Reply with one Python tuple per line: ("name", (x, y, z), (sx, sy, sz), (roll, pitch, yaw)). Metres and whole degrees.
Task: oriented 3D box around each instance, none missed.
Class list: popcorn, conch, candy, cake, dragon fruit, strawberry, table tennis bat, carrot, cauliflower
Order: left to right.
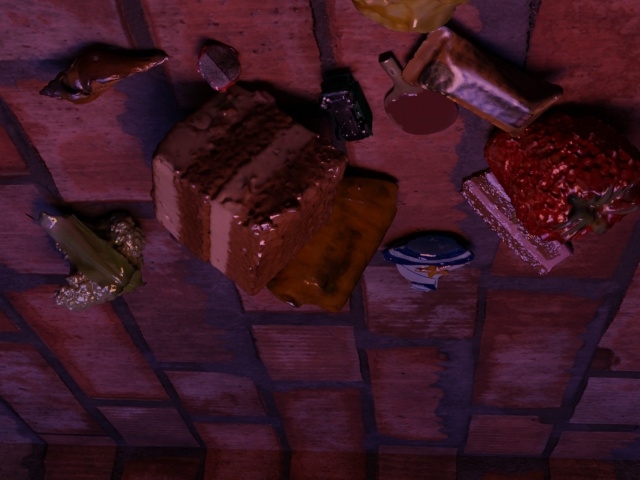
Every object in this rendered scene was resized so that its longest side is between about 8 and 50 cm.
("cauliflower", (-0.544, 0.021, 1.977), (0.256, 0.239, 0.315), (-37, 109, 28))
("conch", (-0.399, -0.308, 1.535), (0.233, 0.086, 0.080), (-25, 97, 17))
("dragon fruit", (-0.180, -0.313, 1.519), (0.083, 0.060, 0.056), (44, 144, -9))
("cake", (-0.142, -0.097, 1.607), (0.290, 0.256, 0.282), (37, 151, 14))
("carrot", (0.000, 0.000, 1.842), (0.242, 0.340, 0.241), (27, 167, 7))
("popcorn", (0.123, -0.414, 1.216), (0.255, 0.195, 0.256), (10, 148, 9))
("table tennis bat", (0.171, -0.269, 1.584), (0.131, 0.022, 0.234), (-15, 144, 27))
("candy", (0.277, -0.276, 1.491), (0.271, 0.101, 0.143), (23, 137, -18))
("cake", (0.429, -0.061, 1.839), (0.295, 0.112, 0.116), (39, 133, -24))
("strawberry", (0.471, -0.128, 1.620), (0.261, 0.257, 0.261), (-16, 149, -10))

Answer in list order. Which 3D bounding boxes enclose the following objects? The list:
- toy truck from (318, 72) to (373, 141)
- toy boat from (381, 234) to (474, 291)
("toy truck", (0.049, -0.246, 1.575), (0.065, 0.079, 0.147), (-7, 147, 19))
("toy boat", (0.259, 0.062, 2.079), (0.221, 0.067, 0.291), (2, 159, 5))
